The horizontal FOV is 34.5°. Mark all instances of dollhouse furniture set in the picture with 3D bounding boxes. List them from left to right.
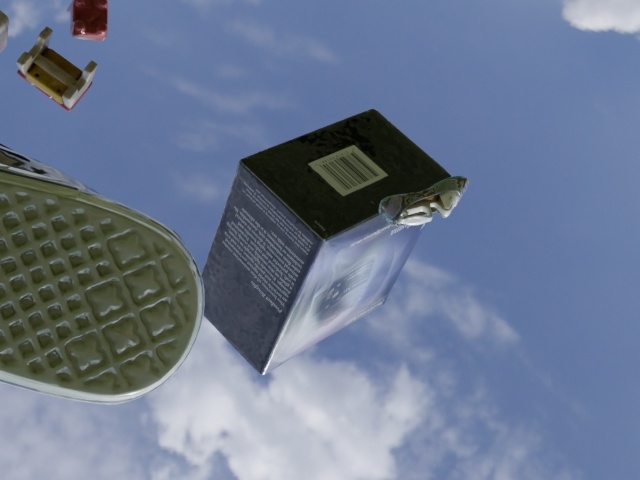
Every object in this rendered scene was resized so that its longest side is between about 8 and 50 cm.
[{"bbox_3d":[-0.493,-0.384,1.621,0.374,0.152,0.201,37,-110,-10],"label":"dollhouse furniture set"}]

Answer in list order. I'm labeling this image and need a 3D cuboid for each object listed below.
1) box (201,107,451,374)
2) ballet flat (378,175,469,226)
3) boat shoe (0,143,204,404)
[{"bbox_3d":[0.000,0.000,1.528,0.183,0.294,0.296,44,-135,21],"label":"box"},{"bbox_3d":[0.119,-0.038,1.121,0.114,0.041,0.041,-17,-131,-22],"label":"ballet flat"},{"bbox_3d":[-0.320,-0.025,0.684,0.500,0.187,0.156,23,175,-16],"label":"boat shoe"}]
